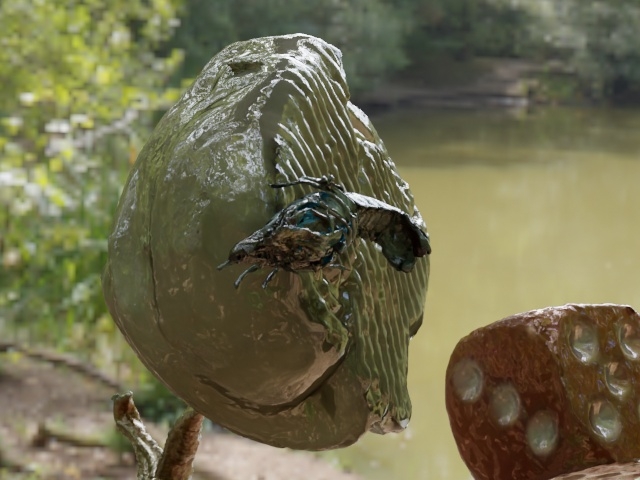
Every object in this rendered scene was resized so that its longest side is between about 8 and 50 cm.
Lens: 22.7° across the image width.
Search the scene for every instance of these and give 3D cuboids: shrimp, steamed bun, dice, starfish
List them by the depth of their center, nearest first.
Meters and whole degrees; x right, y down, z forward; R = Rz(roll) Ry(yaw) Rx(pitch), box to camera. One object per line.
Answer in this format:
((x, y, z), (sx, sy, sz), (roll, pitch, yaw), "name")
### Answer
((-0.002, -0.003, 1.103), (0.174, 0.082, 0.076), (-2, 50, -49), "shrimp")
((-0.056, 0.007, 1.295), (0.219, 0.309, 0.324), (-14, 45, 20), "steamed bun")
((-0.187, 0.268, 1.518), (0.094, 0.375, 0.327), (27, 22, -12), "starfish")
((0.244, 0.168, 1.626), (0.175, 0.179, 0.174), (0, -18, -42), "dice")
